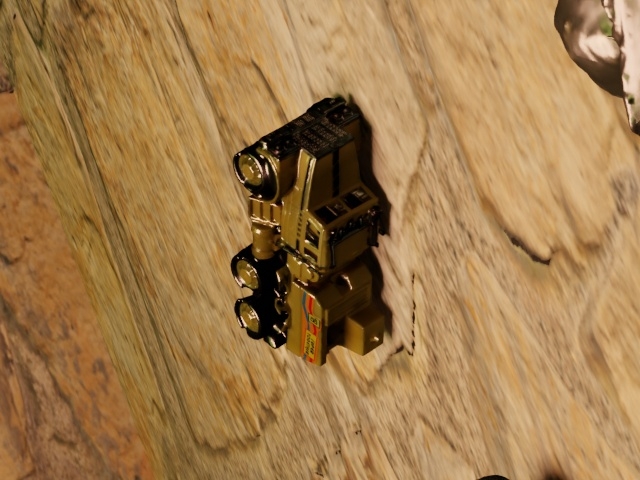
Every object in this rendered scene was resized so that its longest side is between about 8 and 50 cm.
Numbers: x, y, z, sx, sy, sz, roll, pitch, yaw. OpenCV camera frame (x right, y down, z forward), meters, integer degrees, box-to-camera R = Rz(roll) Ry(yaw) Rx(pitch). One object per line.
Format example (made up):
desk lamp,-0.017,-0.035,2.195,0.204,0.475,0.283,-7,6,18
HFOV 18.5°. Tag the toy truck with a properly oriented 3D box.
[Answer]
toy truck,-0.003,-0.004,1.854,0.127,0.127,0.257,33,139,37

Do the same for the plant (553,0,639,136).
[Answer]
plant,0.235,-0.134,1.059,0.256,0.164,0.142,7,120,51

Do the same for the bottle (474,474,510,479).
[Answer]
bottle,0.183,0.326,1.644,0.271,0.143,0.156,66,-161,6
